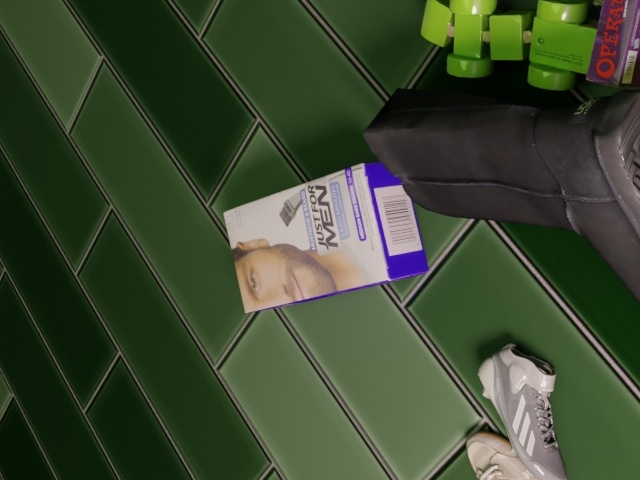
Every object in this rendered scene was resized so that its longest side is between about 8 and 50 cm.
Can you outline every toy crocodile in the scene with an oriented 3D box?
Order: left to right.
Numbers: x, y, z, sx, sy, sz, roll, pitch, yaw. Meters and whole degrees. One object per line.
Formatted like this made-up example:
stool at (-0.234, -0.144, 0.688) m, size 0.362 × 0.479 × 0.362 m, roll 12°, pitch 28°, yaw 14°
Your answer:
toy crocodile at (0.273, -0.276, 1.350) m, size 0.340 × 0.105 × 0.115 m, roll 17°, pitch 119°, yaw 38°

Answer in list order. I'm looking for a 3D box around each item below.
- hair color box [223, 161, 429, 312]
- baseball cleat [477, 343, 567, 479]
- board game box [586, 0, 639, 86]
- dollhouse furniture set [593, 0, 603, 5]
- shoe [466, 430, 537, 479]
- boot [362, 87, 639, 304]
hair color box at (0.000, 0.000, 1.637) m, size 0.339 × 0.110 × 0.185 m, roll -17°, pitch 84°, yaw 46°
baseball cleat at (0.299, 0.242, 1.400) m, size 0.109 × 0.072 × 0.206 m, roll -42°, pitch 70°, yaw 31°
board game box at (0.401, -0.347, 1.135) m, size 0.056 × 0.208 × 0.347 m, roll 23°, pitch 110°, yaw 41°
dollhouse furniture set at (0.364, -0.327, 1.265) m, size 0.151 × 0.076 × 0.059 m, roll 40°, pitch 122°, yaw 34°
shoe at (0.282, 0.360, 1.437) m, size 0.219 × 0.058 × 0.076 m, roll 46°, pitch 124°, yaw 30°
boot at (0.289, -0.035, 1.302) m, size 0.445 × 0.146 × 0.367 m, roll 7°, pitch 132°, yaw 54°
